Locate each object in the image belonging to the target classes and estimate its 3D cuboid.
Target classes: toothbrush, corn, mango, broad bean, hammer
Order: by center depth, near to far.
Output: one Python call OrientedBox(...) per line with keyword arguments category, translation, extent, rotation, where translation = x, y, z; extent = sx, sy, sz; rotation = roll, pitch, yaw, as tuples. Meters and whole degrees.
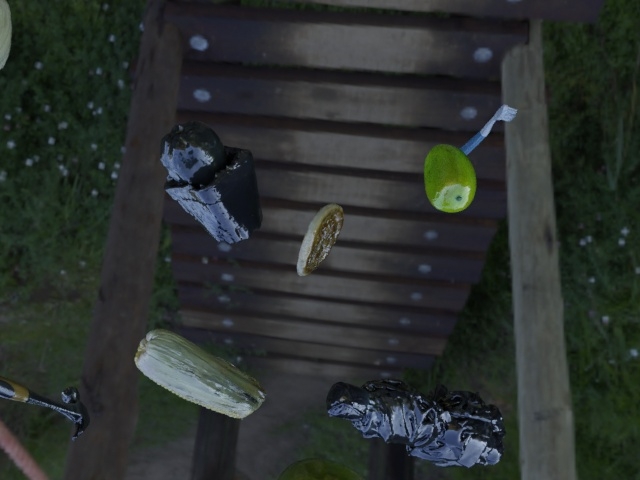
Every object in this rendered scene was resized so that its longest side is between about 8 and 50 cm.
OrientedBox(category="hammer", translation=(-0.328, 0.169, 0.902), extent=(0.021, 0.078, 0.201), rotation=(-45, 140, 6))
OrientedBox(category="mango", translation=(0.175, -0.087, 1.128), extent=(0.056, 0.108, 0.073), rotation=(14, 130, -38))
OrientedBox(category="toothbrush", translation=(0.271, -0.175, 1.393), extent=(0.025, 0.019, 0.276), rotation=(14, 167, -5))
OrientedBox(category="broad bean", translation=(0.018, 0.468, 1.446), extent=(0.207, 0.153, 0.072), rotation=(48, 148, -10))
OrientedBox(category="corn", translation=(-0.263, 0.296, 1.821), extent=(0.305, 0.122, 0.123), rotation=(32, 158, -28))

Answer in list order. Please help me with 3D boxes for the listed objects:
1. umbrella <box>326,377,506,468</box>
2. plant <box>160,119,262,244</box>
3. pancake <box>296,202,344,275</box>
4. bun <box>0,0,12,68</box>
OrientedBox(category="umbrella", translation=(0.142, 0.273, 1.294), extent=(0.336, 0.128, 0.154), rotation=(18, 157, -23))
OrientedBox(category="plant", translation=(-0.207, -0.116, 1.596), extent=(0.164, 0.142, 0.256), rotation=(11, 139, 46))
OrientedBox(category="pancake", translation=(0.000, 0.000, 1.553), extent=(0.028, 0.158, 0.158), rotation=(27, 161, 17))
OrientedBox(category="bun", translation=(-0.484, -0.239, 1.063), extent=(0.222, 0.222, 0.127), rotation=(-22, 103, 48))
